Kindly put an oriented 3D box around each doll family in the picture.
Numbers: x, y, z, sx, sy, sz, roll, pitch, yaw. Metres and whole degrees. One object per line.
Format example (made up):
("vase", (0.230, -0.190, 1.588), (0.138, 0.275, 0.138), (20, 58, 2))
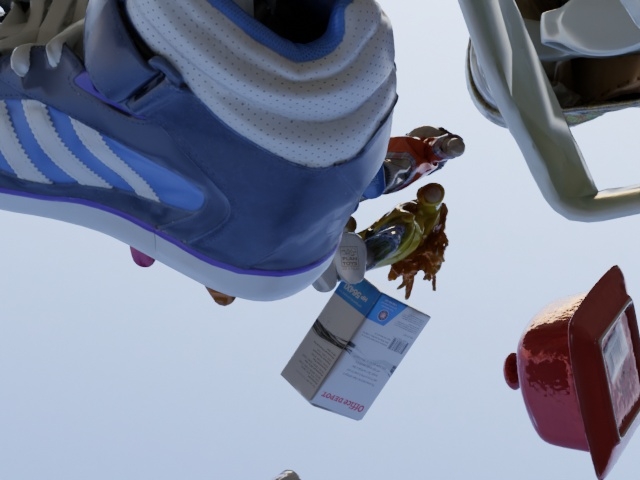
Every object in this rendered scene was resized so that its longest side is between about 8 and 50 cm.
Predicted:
("doll family", (0.000, 0.000, 1.016), (0.263, 0.118, 0.163), (-14, -175, 30))

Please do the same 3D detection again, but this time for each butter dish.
("butter dish", (0.225, 0.119, 1.293), (0.118, 0.160, 0.160), (-3, -161, 31))

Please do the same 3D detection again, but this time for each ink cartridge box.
("ink cartridge box", (0.054, 0.163, 2.174), (0.086, 0.203, 0.148), (39, -173, 39))

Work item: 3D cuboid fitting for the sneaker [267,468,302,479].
("sneaker", (-0.087, 0.340, 1.717), (0.071, 0.170, 0.068), (-2, -135, -47))

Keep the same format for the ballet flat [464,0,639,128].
("ballet flat", (0.175, -0.136, 0.950), (0.123, 0.123, 0.348), (-7, -175, -30))

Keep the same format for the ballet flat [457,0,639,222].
("ballet flat", (0.140, -0.021, 0.403), (0.409, 0.147, 0.147), (57, -139, -1))

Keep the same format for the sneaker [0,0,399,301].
("sneaker", (-0.112, -0.114, 0.731), (0.323, 0.236, 0.130), (24, -130, 7))
